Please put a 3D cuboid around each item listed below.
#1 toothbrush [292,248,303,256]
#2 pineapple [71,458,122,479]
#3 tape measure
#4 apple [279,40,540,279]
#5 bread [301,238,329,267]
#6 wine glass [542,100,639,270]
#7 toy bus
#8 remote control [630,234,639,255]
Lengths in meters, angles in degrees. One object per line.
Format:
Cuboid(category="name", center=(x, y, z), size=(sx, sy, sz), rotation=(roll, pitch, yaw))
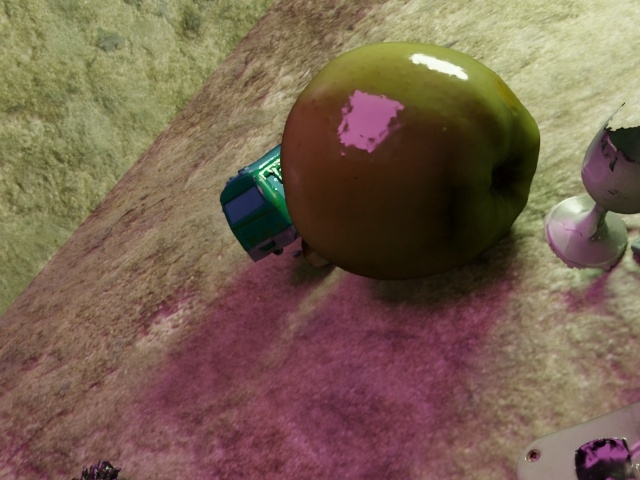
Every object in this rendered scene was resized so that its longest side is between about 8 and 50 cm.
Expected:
Cuboid(category="toothbrush", center=(0.000, 0.000, 1.896), size=(0.162, 0.014, 0.017), rotation=(-28, 18, 20))
Cuboid(category="pineapple", center=(-0.521, 0.547, 1.630), size=(0.158, 0.157, 0.279), rotation=(3, 38, 50))
Cuboid(category="tape measure", center=(0.372, 0.305, 0.953), size=(0.258, 0.130, 0.265), rotation=(-26, 33, 20))
Cuboid(category="apple", center=(0.159, -0.147, 1.504), size=(0.474, 0.473, 0.473), rotation=(-28, 32, 20))
Cuboid(category="bread", center=(0.007, 0.015, 1.813), size=(0.083, 0.077, 0.070), rotation=(-29, 43, 18))
Cuboid(category="wine glass", center=(0.440, -0.076, 1.205), size=(0.143, 0.321, 0.143), rotation=(1, 64, -2))
Cuboid(category="toy bus", center=(-0.060, -0.119, 1.828), size=(0.184, 0.199, 0.343), rotation=(-29, 8, 45))
Cuboid(category="remote control", center=(0.546, 0.017, 1.238), size=(0.061, 0.029, 0.162), rotation=(-41, 29, -5))
